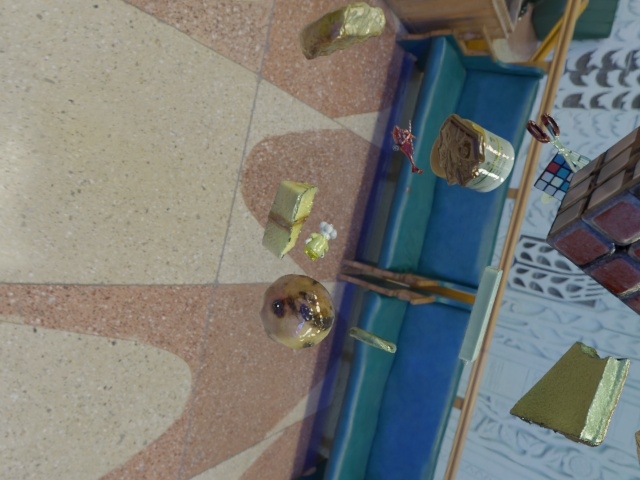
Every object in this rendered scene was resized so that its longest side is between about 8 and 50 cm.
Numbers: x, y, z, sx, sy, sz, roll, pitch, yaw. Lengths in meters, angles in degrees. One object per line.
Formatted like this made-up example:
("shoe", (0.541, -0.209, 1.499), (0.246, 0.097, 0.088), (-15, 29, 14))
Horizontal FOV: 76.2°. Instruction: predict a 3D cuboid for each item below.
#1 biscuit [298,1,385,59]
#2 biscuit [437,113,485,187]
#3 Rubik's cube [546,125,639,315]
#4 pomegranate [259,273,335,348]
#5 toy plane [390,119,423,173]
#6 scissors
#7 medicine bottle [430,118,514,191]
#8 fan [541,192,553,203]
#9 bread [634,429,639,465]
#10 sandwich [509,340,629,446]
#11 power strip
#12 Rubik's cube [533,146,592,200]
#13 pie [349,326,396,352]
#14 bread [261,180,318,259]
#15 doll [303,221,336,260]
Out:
("biscuit", (0.044, -0.564, 1.095), (0.274, 0.214, 0.091), (-48, 122, -54))
("biscuit", (0.394, -0.242, 1.177), (0.034, 0.182, 0.215), (-19, 139, -14))
("Rubik's cube", (0.722, -0.060, 0.835), (0.301, 0.305, 0.303), (-45, 175, -35))
("pomegranate", (-0.098, 0.292, 1.686), (0.322, 0.323, 0.321), (-26, 123, -48))
("toy plane", (0.328, -0.342, 1.531), (0.194, 0.077, 0.126), (54, 45, -18))
("scissors", (0.677, -0.247, 1.138), (0.144, 0.247, 0.017), (-29, 170, -34))
("medicine bottle", (0.605, -0.334, 1.635), (0.232, 0.238, 0.237), (16, 89, -24))
("fan", (1.077, -0.277, 1.851), (0.182, 0.010, 0.310), (-39, 143, -1))
("bread", (1.113, 0.699, 1.312), (0.106, 0.140, 0.236), (-27, 107, -13))
("sandwich", (0.553, 0.328, 0.910), (0.211, 0.063, 0.245), (-58, 180, -13))
("power strip", (0.595, 0.286, 1.524), (0.091, 0.063, 0.384), (0, 105, -57))
("Rubik's cube", (0.924, -0.244, 1.530), (0.154, 0.155, 0.151), (-34, 153, -48))
("pie", (0.192, 0.363, 1.492), (0.187, 0.187, 0.041), (36, 75, -54))
("bread", (-0.111, -0.073, 1.415), (0.178, 0.142, 0.265), (-90, -163, -71))
("doll", (0.000, 0.000, 1.595), (0.106, 0.062, 0.162), (46, 74, -29))
